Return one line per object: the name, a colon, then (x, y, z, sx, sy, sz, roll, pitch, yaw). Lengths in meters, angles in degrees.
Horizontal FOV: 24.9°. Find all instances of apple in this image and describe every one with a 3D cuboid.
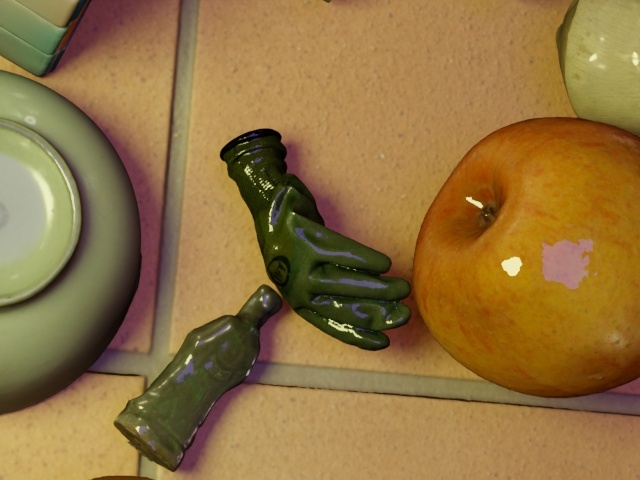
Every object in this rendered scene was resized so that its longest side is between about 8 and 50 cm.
apple: (0.237, 0.014, 1.487, 0.275, 0.299, 0.299, 21, 74, -37)

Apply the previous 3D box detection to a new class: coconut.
coconut: (0.366, -0.218, 1.640, 0.224, 0.224, 0.224, 3, 80, -18)

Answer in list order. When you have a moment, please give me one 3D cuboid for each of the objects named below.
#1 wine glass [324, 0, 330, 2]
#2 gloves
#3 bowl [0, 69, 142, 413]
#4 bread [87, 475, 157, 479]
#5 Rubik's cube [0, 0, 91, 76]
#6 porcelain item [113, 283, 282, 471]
wine glass: (0.108, -0.331, 1.595, 0.232, 0.156, 0.156, -8, 83, -17)
gloves: (-0.013, 0.005, 1.503, 0.107, 0.135, 0.268, -39, 78, -7)
bowl: (-0.325, -0.012, 1.365, 0.353, 0.185, 0.354, 3, 80, -19)
bread: (-0.202, 0.356, 1.345, 0.269, 0.148, 0.270, 4, 66, -10)
Rubik's cube: (-0.302, -0.375, 1.379, 0.291, 0.290, 0.292, 30, 74, -12)
porcelain item: (-0.116, 0.127, 1.474, 0.081, 0.069, 0.216, 45, 69, -18)
